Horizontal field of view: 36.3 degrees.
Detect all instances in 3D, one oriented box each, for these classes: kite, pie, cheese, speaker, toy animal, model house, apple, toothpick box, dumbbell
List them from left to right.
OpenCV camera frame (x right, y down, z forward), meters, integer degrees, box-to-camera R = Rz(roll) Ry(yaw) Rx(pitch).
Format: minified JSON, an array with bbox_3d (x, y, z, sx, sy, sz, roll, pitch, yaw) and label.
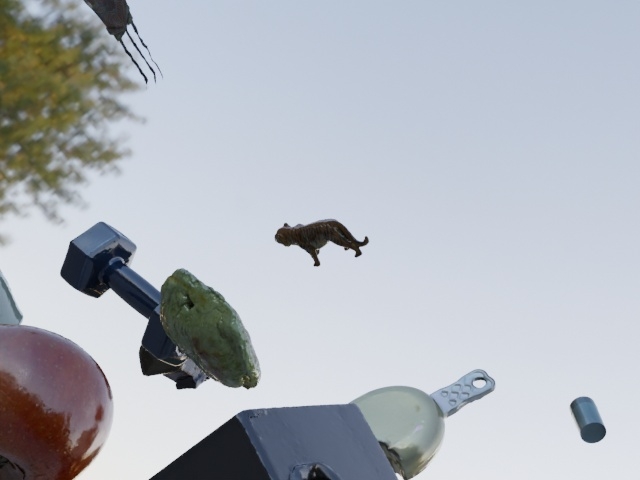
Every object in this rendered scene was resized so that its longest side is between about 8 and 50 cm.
[{"bbox_3d":[-0.369,0.208,1.175,0.235,0.173,0.210,7,-42,-9],"label":"apple"},{"bbox_3d":[-0.322,-0.344,1.583,0.127,0.016,0.229,-26,-88,56],"label":"kite"},{"bbox_3d":[-0.357,0.102,1.906,0.325,0.144,0.160,35,-62,24],"label":"dumbbell"},{"bbox_3d":[-0.279,0.212,2.059,0.141,0.203,0.164,25,-4,27],"label":"model house"},{"bbox_3d":[-0.192,0.164,1.667,0.248,0.090,0.201,29,-39,41],"label":"pie"},{"bbox_3d":[-0.051,0.277,0.905,0.254,0.232,0.184,12,43,-60],"label":"speaker"},{"bbox_3d":[0.000,0.000,2.075,0.241,0.057,0.099,-10,-56,42],"label":"toy animal"},{"bbox_3d":[0.129,0.254,1.443,0.163,0.249,0.071,20,-41,42],"label":"cheese"},{"bbox_3d":[0.510,0.342,1.862,0.052,0.052,0.083,59,13,-23],"label":"toothpick box"}]

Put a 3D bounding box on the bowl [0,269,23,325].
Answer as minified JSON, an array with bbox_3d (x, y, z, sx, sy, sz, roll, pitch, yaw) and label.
[{"bbox_3d":[-0.653,0.054,1.583,0.337,0.337,0.157,15,-76,43],"label":"bowl"}]
